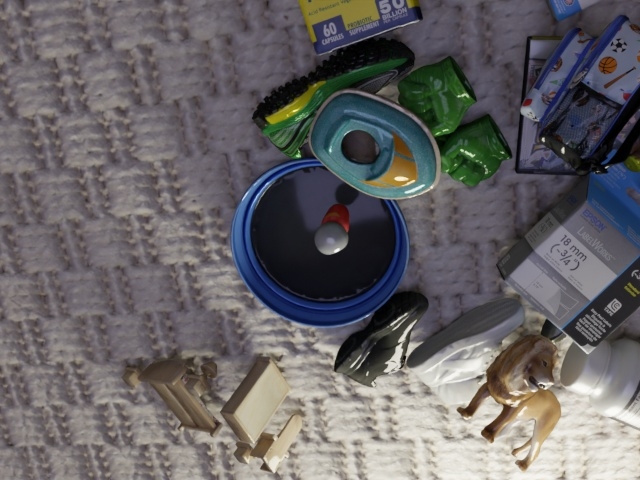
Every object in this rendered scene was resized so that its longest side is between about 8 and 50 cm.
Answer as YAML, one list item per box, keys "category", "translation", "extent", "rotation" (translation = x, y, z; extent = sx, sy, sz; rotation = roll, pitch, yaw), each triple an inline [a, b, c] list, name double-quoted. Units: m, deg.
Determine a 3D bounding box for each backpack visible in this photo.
- category: "backpack"
  translation: [0.499, -0.270, 1.361]
  extent: [0.213, 0.276, 0.263]
  rotation: [40, 109, 6]

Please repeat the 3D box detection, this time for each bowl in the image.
- category: "bowl"
  translation: [0.000, 0.000, 1.661]
  extent: [0.391, 0.077, 0.391]
  rotation: [3, 111, 7]

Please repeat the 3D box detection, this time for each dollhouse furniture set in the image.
- category: "dollhouse furniture set"
  translation: [-0.259, 0.389, 1.871]
  extent: [0.356, 0.174, 0.303]
  rotation: [-2, 127, 41]

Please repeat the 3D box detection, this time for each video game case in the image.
- category: "video game case"
  translation: [0.525, -0.263, 1.501]
  extent: [0.248, 0.035, 0.274]
  rotation: [3, 111, 8]

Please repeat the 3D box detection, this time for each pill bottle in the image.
- category: "pill bottle"
  translation: [0.690, 0.316, 1.618]
  extent: [0.319, 0.176, 0.176]
  rotation: [24, 112, 0]

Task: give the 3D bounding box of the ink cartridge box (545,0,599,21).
- category: "ink cartridge box"
  translation: [0.514, -0.518, 1.383]
  extent: [0.231, 0.078, 0.134]
  rotation: [-24, 106, 17]

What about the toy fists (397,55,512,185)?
- category: "toy fists"
  translation: [0.260, -0.224, 1.508]
  extent: [0.142, 0.096, 0.279]
  rotation: [-28, 119, 25]

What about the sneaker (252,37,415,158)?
- category: "sneaker"
  translation: [0.039, -0.290, 1.534]
  extent: [0.343, 0.134, 0.146]
  rotation: [-27, 121, 18]

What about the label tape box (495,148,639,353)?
- category: "label tape box"
  translation: [0.558, 0.023, 1.511]
  extent: [0.241, 0.106, 0.333]
  rotation: [40, 105, -8]

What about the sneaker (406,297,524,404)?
- category: "sneaker"
  translation: [0.359, 0.257, 1.697]
  extent: [0.292, 0.108, 0.169]
  rotation: [-34, 108, 24]

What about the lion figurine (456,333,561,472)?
- category: "lion figurine"
  translation: [0.451, 0.354, 1.668]
  extent: [0.240, 0.142, 0.392]
  rotation: [-46, 143, -1]

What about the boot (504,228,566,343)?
- category: "boot"
  translation: [0.476, 0.101, 1.626]
  extent: [0.208, 0.076, 0.189]
  rotation: [36, 99, -12]

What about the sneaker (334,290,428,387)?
- category: "sneaker"
  translation: [0.157, 0.226, 1.719]
  extent: [0.130, 0.109, 0.286]
  rotation: [36, 121, -12]

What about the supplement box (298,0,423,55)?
- category: "supplement box"
  translation: [0.041, -0.541, 1.374]
  extent: [0.194, 0.195, 0.356]
  rotation: [-17, 103, 14]

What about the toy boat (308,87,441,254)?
- category: "toy boat"
  translation: [0.081, -0.119, 1.462]
  extent: [0.267, 0.148, 0.318]
  rotation: [25, 120, -4]

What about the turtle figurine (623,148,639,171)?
- category: "turtle figurine"
  translation: [0.691, -0.201, 1.463]
  extent: [0.217, 0.087, 0.269]
  rotation: [-41, 118, -3]
